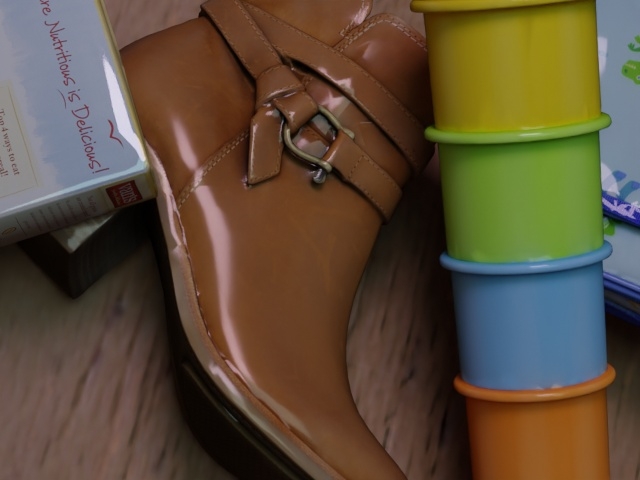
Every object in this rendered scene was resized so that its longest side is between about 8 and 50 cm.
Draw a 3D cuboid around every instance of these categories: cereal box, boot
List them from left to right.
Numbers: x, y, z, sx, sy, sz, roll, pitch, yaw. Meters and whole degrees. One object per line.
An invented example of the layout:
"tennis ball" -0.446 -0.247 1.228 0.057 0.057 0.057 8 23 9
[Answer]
"cereal box" -0.214 -0.067 0.849 0.240 0.047 0.173 -17 72 -5
"boot" 0.000 0.000 0.909 0.220 0.109 0.283 -41 77 -21

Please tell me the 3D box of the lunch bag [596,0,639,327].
"lunch bag" 0.193 -0.037 0.943 0.219 0.090 0.176 26 85 13

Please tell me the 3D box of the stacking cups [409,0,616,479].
"stacking cups" 0.109 0.034 0.876 0.096 0.096 0.316 -11 101 -20
